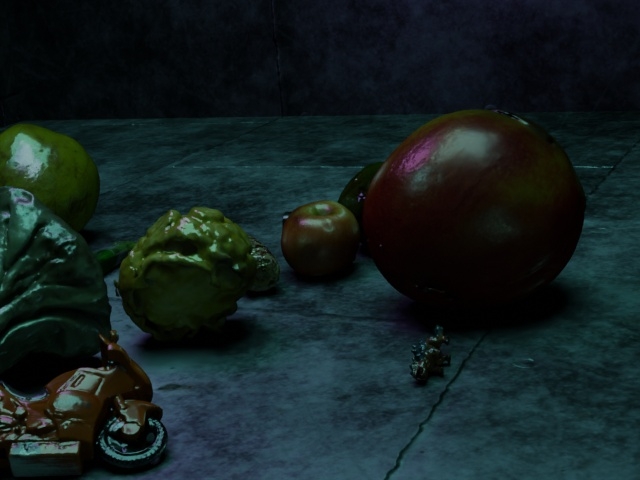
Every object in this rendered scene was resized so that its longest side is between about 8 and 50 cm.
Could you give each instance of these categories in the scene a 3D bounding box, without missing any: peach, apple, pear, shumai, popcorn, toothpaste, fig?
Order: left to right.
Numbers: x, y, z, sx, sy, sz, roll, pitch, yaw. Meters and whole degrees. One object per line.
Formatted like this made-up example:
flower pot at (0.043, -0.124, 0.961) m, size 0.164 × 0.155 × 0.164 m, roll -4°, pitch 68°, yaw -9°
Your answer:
shumai at (-0.516, 0.101, 1.683) m, size 0.309 × 0.304 × 0.263 m, roll 3°, pitch 29°, yaw 31°
pear at (-0.663, -0.106, 2.468) m, size 0.287 × 0.287 × 0.375 m, roll -1°, pitch 33°, yaw 15°
toothpaste at (-0.454, 0.037, 2.283) m, size 0.078 × 0.047 × 0.248 m, roll 2°, pitch 16°, yaw 18°
popcorn at (-0.221, 0.061, 1.809) m, size 0.250 × 0.250 × 0.190 m, roll -9°, pitch 55°, yaw -11°
apple at (0.000, 0.000, 2.100) m, size 0.163 × 0.139 × 0.163 m, roll 2°, pitch 27°, yaw -1°
fig at (0.160, -0.057, 2.209) m, size 0.245 × 0.195 × 0.195 m, roll 28°, pitch 12°, yaw -11°
peach at (0.254, -0.037, 1.809) m, size 0.370 × 0.370 × 0.370 m, roll -5°, pitch 16°, yaw 2°

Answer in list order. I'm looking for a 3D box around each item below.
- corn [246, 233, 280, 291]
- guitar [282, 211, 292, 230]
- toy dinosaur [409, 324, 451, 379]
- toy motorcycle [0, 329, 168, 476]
corn at (-0.141, 0.036, 2.104) m, size 0.086 × 0.086 × 0.253 m, roll -9°, pitch 16°, yaw -13°
guitar at (-0.041, -0.028, 2.332) m, size 0.025 × 0.088 × 0.233 m, roll -2°, pitch 7°, yaw 15°
toy dinosaur at (0.166, 0.169, 1.609) m, size 0.055 × 0.049 × 0.154 m, roll -3°, pitch 21°, yaw 20°
toy motorcycle at (-0.367, 0.222, 1.454) m, size 0.326 × 0.148 × 0.221 m, roll 0°, pitch 38°, yaw -4°
